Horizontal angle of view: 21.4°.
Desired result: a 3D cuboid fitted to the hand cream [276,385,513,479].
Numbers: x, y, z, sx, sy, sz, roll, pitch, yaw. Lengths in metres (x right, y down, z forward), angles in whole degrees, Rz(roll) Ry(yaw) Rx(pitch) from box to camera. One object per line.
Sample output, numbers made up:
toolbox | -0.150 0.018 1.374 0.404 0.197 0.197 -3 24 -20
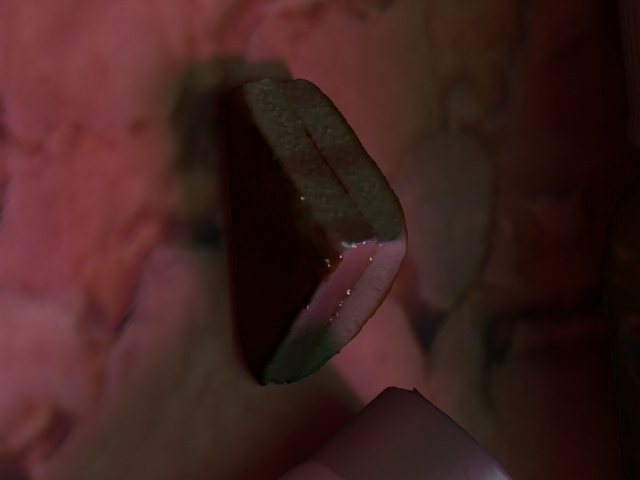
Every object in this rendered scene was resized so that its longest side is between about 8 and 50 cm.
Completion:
hand cream | -0.036 0.156 0.551 0.248 0.083 0.133 -45 116 -14

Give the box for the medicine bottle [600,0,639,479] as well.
medicine bottle | 0.220 0.029 0.633 0.224 0.224 0.384 -14 101 -34

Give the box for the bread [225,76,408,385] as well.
bread | 0.000 0.000 0.569 0.043 0.062 0.109 -10 102 -36
